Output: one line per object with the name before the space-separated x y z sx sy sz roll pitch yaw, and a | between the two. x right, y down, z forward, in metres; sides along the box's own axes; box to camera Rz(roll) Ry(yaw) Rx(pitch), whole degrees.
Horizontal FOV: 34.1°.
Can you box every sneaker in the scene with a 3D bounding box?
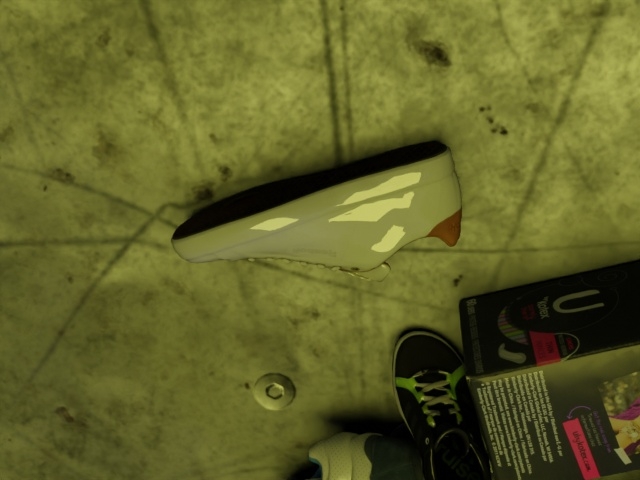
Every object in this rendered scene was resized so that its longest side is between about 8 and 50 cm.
sneaker | 0.000 0.000 1.028 0.290 0.106 0.123 -14 109 8
sneaker | 0.133 0.189 1.045 0.084 0.235 0.097 -11 154 -8
sneaker | 0.062 0.352 1.181 0.236 0.130 0.323 14 122 13

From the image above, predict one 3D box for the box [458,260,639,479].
box | 0.285 0.125 1.028 0.270 0.165 0.143 -13 112 9
